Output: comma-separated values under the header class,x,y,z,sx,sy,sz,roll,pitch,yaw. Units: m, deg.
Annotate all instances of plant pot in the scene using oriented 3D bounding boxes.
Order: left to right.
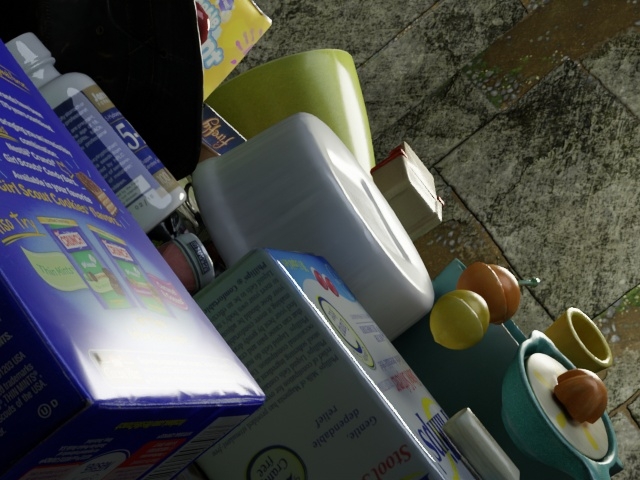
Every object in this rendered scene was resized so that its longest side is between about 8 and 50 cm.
class,x,y,z,sx,sy,sz,roll,pitch,yaw
plant pot,-0.025,-0.097,2.076,0.275,0.275,0.293,27,40,-75
plant pot,0.152,0.206,1.513,0.293,0.235,0.293,49,6,-7

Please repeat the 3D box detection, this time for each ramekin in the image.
class,x,y,z,sx,sy,sz,roll,pitch,yaw
ramekin,0.000,0.000,1.421,0.277,0.135,0.277,53,10,-14

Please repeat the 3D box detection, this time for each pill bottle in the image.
class,x,y,z,sx,sy,sz,roll,pitch,yaw
pill bottle,-0.208,-0.072,1.117,0.186,0.112,0.112,51,6,-4

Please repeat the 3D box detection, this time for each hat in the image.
class,x,y,z,sx,sy,sz,roll,pitch,yaw
hat,-0.236,-0.188,1.266,0.331,0.134,0.331,29,-50,41

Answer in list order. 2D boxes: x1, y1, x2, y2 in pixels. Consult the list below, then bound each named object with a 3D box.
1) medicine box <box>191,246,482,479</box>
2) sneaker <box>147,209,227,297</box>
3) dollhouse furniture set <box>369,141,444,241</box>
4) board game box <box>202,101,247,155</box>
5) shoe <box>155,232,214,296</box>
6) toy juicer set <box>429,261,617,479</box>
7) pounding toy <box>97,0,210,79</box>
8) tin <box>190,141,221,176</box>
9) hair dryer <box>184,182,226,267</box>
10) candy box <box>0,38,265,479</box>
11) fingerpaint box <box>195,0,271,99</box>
class,x,y,z,sx,sy,sz,roll,pitch,yaw
medicine box,0.009,0.162,1.148,0.289,0.149,0.263,51,6,8
sneaker,-0.142,0.017,1.323,0.075,0.063,0.170,36,14,-52
dollhouse furniture set,0.033,-0.009,1.814,0.262,0.259,0.135,50,16,-21
board game box,-0.189,-0.160,1.712,0.243,0.042,0.165,31,-5,37
shoe,-0.149,0.043,1.118,0.063,0.081,0.178,63,-23,3
toy juicer set,0.189,0.128,1.211,0.209,0.089,0.329,42,28,-18
pounding toy,-0.184,-0.189,1.424,0.183,0.110,0.237,42,-37,37
tin,-0.155,-0.100,1.595,0.106,0.040,0.189,39,-4,0
hair dryer,-0.092,0.015,1.594,0.293,0.080,0.223,54,6,20
candy box,-0.198,-0.003,0.751,0.317,0.122,0.268,54,8,14
fingerpaint box,-0.305,-0.393,1.629,0.371,0.163,0.445,41,-1,27
